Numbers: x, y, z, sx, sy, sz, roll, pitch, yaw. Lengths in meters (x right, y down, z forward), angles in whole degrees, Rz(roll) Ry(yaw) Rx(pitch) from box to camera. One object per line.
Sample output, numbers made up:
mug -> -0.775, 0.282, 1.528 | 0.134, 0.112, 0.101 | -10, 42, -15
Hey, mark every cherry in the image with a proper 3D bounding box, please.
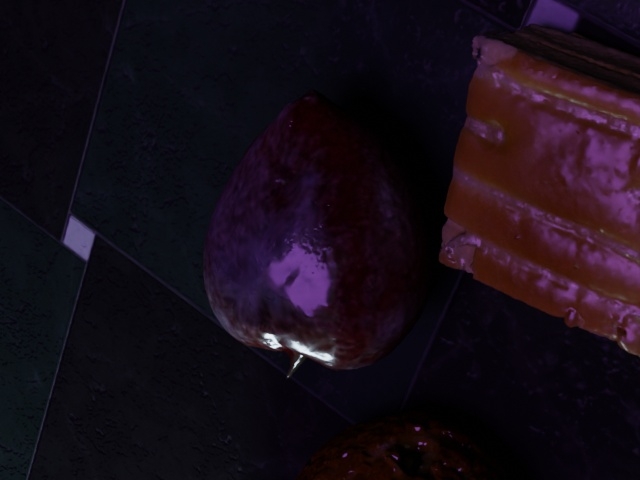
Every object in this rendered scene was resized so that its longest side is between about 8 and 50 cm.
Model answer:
cherry -> 0.000, 0.000, 1.369 | 0.230, 0.203, 0.300 | 12, 106, 40

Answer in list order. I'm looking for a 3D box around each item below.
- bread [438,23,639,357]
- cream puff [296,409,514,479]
bread -> 0.235, -0.049, 1.238 | 0.246, 0.111, 0.239 | 27, 120, 26
cream puff -> 0.083, 0.342, 1.430 | 0.303, 0.212, 0.303 | 14, 118, 28
